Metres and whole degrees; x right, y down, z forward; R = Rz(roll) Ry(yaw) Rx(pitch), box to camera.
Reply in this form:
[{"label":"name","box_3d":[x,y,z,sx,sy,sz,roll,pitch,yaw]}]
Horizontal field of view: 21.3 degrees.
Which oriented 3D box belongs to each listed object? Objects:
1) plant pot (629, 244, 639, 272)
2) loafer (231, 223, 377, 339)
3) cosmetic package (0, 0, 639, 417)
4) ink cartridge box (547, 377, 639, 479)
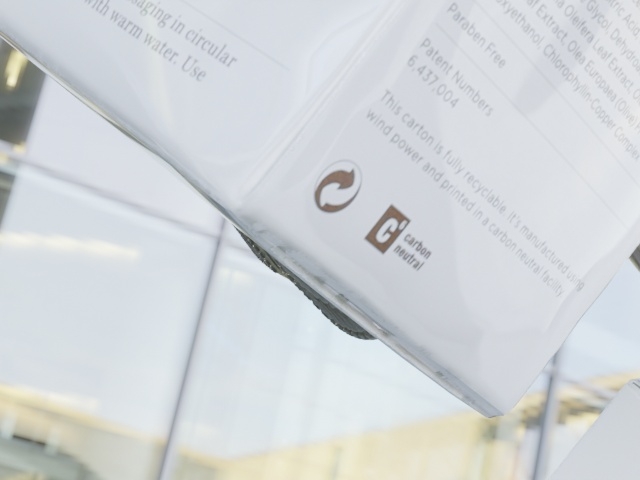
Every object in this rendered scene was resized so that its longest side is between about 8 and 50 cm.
[{"label":"plant pot","box_3d":[0.281,-0.081,0.908,0.323,0.280,0.323,53,2,-3]},{"label":"loafer","box_3d":[0.000,0.000,0.840,0.056,0.050,0.148,51,-8,-37]},{"label":"cosmetic package","box_3d":[0.072,-0.159,0.513,0.197,0.365,0.155,39,-1,43]},{"label":"ink cartridge box","box_3d":[0.227,0.182,1.027,0.115,0.198,0.273,46,24,28]}]
